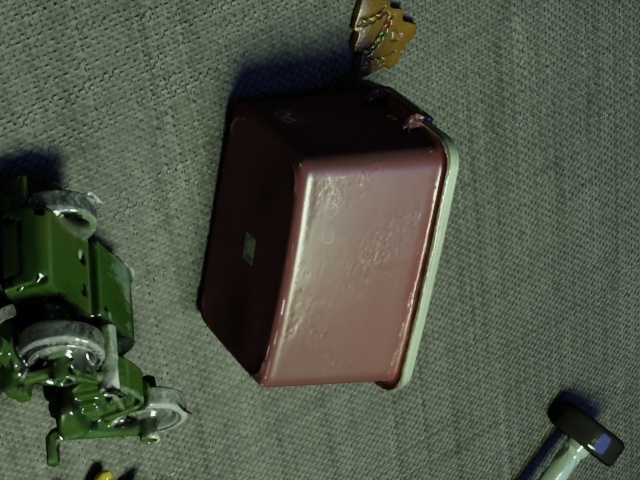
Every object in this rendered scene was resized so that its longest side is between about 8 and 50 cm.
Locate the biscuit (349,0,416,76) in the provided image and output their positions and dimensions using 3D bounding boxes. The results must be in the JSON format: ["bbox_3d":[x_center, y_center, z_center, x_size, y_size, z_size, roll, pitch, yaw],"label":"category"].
[{"bbox_3d":[0.059,-0.208,1.648,0.082,0.016,0.092,-38,135,-15],"label":"biscuit"}]

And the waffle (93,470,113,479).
[{"bbox_3d":[-0.233,0.368,1.729,0.260,0.069,0.293,-45,133,-12],"label":"waffle"}]

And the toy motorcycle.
[{"bbox_3d":[-0.223,0.074,1.492,0.127,0.205,0.275,-16,151,13],"label":"toy motorcycle"}]

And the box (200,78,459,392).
[{"bbox_3d":[0.000,0.000,1.609,0.167,0.193,0.294,-5,119,-31],"label":"box"}]

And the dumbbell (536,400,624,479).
[{"bbox_3d":[0.292,0.305,2.097,0.191,0.100,0.100,-54,136,0],"label":"dumbbell"}]
